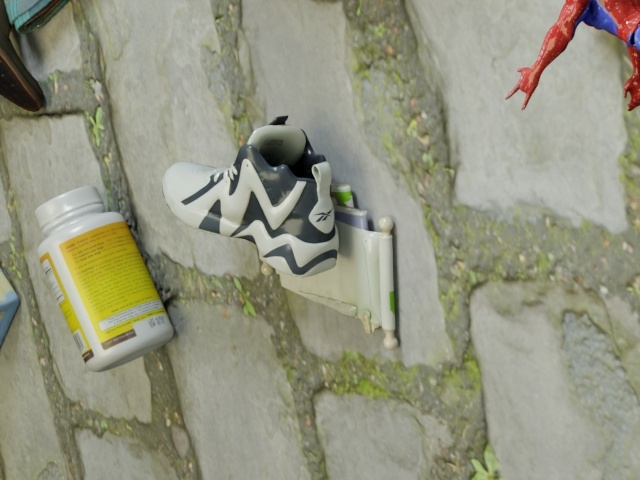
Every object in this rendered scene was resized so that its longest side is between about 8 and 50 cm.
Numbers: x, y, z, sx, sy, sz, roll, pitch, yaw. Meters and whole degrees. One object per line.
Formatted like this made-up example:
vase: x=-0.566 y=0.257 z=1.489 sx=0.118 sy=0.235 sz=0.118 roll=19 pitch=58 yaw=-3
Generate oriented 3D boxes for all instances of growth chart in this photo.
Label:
growth chart: x=0.000 y=0.000 z=1.859 sx=0.237 sy=0.021 sz=0.172 roll=27 pitch=126 yaw=43

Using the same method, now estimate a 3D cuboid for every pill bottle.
pill bottle: x=-0.273 y=0.045 z=2.148 sx=0.117 sy=0.117 sz=0.215 roll=-32 pitch=81 yaw=53

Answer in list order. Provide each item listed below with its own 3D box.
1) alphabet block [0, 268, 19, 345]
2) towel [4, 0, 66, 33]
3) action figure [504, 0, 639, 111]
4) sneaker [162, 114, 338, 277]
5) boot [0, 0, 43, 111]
alphabet block: x=-0.574 y=0.086 z=2.495 sx=0.197 sy=0.192 sz=0.193 roll=54 pitch=139 yaw=18
towel: x=-0.374 y=-0.462 z=2.104 sx=0.271 sy=0.040 sz=0.370 roll=-28 pitch=84 yaw=53
action figure: x=0.263 y=-0.126 z=1.397 sx=0.280 sy=0.091 sz=0.139 roll=43 pitch=124 yaw=31
sneaker: x=-0.071 y=-0.074 z=1.826 sx=0.235 sy=0.094 sz=0.153 roll=33 pitch=126 yaw=40
boot: x=-0.407 y=-0.272 z=2.220 sx=0.082 sy=0.106 sz=0.219 roll=-10 pitch=127 yaw=49
